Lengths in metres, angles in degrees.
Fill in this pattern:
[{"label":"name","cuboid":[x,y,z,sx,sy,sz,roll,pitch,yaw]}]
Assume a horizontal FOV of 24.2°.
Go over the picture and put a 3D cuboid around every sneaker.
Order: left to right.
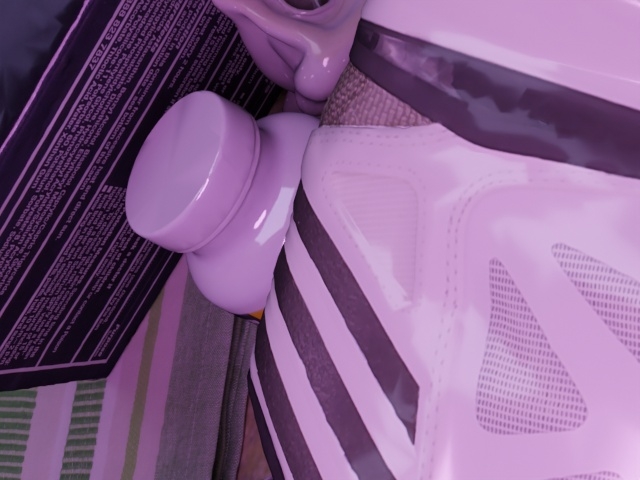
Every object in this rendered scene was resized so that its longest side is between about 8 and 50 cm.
[{"label":"sneaker","cuboid":[0.168,0.082,0.429,0.448,0.169,0.257,26,101,30]}]

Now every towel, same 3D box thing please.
[{"label":"towel","cuboid":[-0.153,0.090,1.005,0.325,0.038,0.247,-18,55,44]}]

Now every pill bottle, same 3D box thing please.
[{"label":"pill bottle","cuboid":[0.000,0.000,0.730,0.103,0.184,0.103,-32,44,37]}]

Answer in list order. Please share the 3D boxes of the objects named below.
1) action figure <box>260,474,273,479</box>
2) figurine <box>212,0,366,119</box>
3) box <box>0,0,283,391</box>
[{"label":"action figure","cuboid":[-0.049,0.248,0.533,0.341,0.179,0.330,77,-166,-78]},{"label":"figurine","cuboid":[0.024,-0.145,0.816,0.092,0.209,0.214,15,74,13]},{"label":"box","cuboid":[-0.171,-0.079,0.820,0.183,0.294,0.296,34,97,15]}]
